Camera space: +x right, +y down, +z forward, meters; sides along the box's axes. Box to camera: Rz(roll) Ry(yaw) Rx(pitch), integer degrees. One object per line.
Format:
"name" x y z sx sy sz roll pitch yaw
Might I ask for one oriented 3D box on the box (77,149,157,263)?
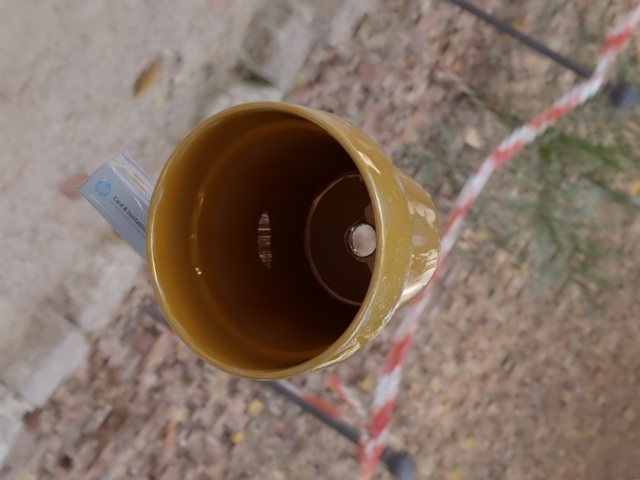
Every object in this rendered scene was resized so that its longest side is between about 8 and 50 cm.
"box" -0.143 -0.012 1.352 0.038 0.145 0.186 -42 -174 4

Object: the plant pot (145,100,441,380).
"plant pot" 0.000 0.000 1.200 0.188 0.205 0.205 0 122 -61
